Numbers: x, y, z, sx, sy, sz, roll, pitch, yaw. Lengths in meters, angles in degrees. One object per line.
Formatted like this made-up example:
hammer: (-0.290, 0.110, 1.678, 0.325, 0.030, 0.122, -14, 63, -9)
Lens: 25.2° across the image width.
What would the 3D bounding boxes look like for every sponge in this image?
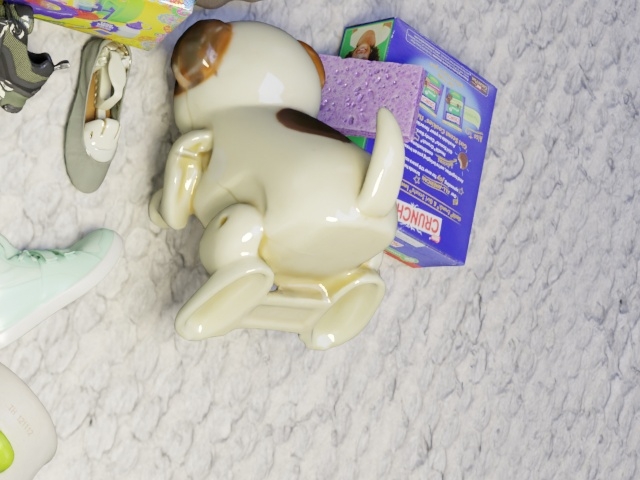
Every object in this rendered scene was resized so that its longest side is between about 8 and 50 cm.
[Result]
sponge: (0.044, -0.214, 2.127, 0.031, 0.210, 0.117, 58, 43, -67)

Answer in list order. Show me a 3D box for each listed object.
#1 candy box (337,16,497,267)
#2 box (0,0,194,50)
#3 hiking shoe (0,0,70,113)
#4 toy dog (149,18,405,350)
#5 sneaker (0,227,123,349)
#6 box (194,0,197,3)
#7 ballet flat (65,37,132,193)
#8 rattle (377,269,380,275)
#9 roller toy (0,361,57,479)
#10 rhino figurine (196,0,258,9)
candy box: (0.131, -0.146, 2.250, 0.268, 0.122, 0.317, 29, 65, -39)
box: (-0.298, -0.423, 1.779, 0.290, 0.177, 0.279, 15, 75, -22)
hiking shoe: (-0.410, -0.265, 1.747, 0.114, 0.086, 0.227, -40, 128, 0)
toy dog: (-0.078, -0.111, 1.895, 0.285, 0.395, 0.407, 0, 52, -31)
sneaker: (-0.361, 0.015, 1.783, 0.256, 0.094, 0.151, -40, 109, -40)
box: (-0.224, -0.389, 1.940, 0.169, 0.059, 0.054, 38, 70, -10)
ballet flat: (-0.290, -0.169, 1.888, 0.072, 0.068, 0.213, 15, 76, -42)
rattle: (0.000, 0.000, 2.148, 0.200, 0.130, 0.142, 35, 48, -6)
roller toy: (-0.409, 0.218, 1.650, 0.146, 0.209, 0.191, -50, 153, -35)
rhino figurine: (-0.148, -0.385, 2.044, 0.243, 0.073, 0.106, -17, 103, -38)
